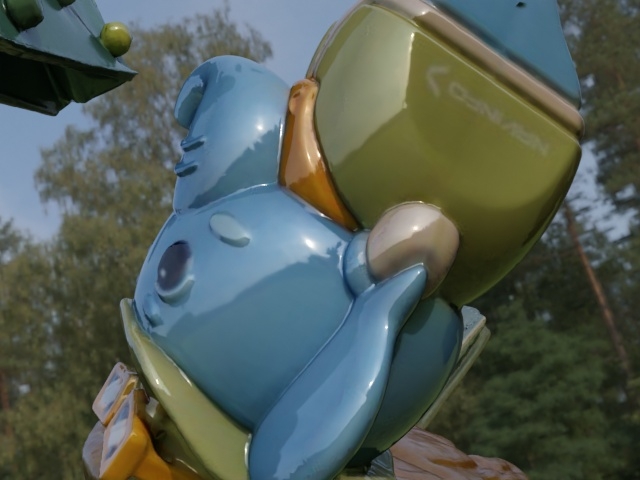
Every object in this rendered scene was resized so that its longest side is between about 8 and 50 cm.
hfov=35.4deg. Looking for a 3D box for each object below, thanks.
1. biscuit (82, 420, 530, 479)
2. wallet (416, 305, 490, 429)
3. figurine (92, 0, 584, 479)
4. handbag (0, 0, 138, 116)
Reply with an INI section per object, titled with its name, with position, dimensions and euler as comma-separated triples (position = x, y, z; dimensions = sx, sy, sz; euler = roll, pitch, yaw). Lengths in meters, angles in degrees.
[biscuit]
position = -0.005, 0.168, 0.783
dimensions = 0.350, 0.070, 0.394
euler = 7, 0, -10
[wallet]
position = 0.033, 0.151, 1.331
dimensions = 0.360, 0.083, 0.252
euler = 6, 35, 40
[figurine]
position = 0.004, 0.002, 0.426
dimensions = 0.180, 0.262, 0.154
euler = 14, -19, 42
[handbag]
position = -0.250, -0.236, 0.773
dimensions = 0.100, 0.269, 0.274
euler = -24, -4, 5
